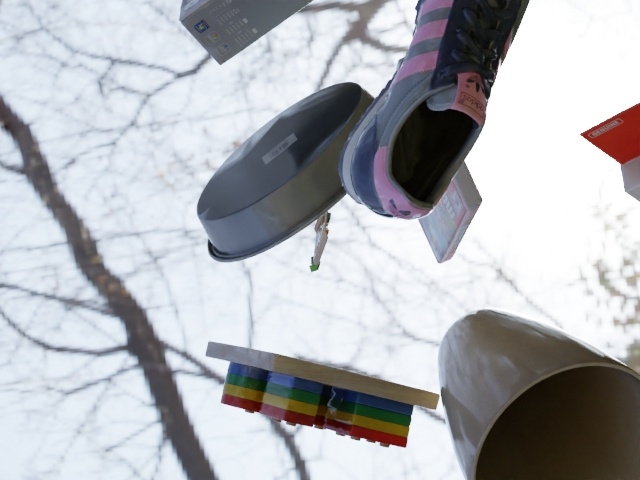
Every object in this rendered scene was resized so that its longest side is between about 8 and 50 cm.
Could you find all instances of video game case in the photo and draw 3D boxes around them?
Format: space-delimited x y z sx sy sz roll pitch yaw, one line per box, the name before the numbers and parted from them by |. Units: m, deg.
video game case | 0.136 -0.096 1.783 0.285 0.025 0.204 97 150 -75

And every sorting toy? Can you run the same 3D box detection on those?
sorting toy | -0.010 0.219 1.957 0.257 0.255 0.089 16 -96 -24
sorting toy | 0.000 0.000 1.715 0.083 0.012 0.062 109 167 -45

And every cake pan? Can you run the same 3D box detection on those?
cake pan | -0.036 -0.091 1.690 0.054 0.293 0.293 51 -140 -21

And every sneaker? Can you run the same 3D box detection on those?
sneaker | 0.133 -0.160 1.279 0.112 0.131 0.319 22 -84 -24

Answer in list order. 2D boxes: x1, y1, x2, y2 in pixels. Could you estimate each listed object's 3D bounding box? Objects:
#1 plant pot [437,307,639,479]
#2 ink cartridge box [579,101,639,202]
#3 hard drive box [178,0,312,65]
plant pot | 0.258 0.201 1.770 0.256 0.256 0.274 61 177 -30
ink cartridge box | 0.573 -0.148 2.114 0.239 0.275 0.060 27 -132 -39
hard drive box | -0.070 -0.368 1.874 0.089 0.232 0.181 46 -155 -28
